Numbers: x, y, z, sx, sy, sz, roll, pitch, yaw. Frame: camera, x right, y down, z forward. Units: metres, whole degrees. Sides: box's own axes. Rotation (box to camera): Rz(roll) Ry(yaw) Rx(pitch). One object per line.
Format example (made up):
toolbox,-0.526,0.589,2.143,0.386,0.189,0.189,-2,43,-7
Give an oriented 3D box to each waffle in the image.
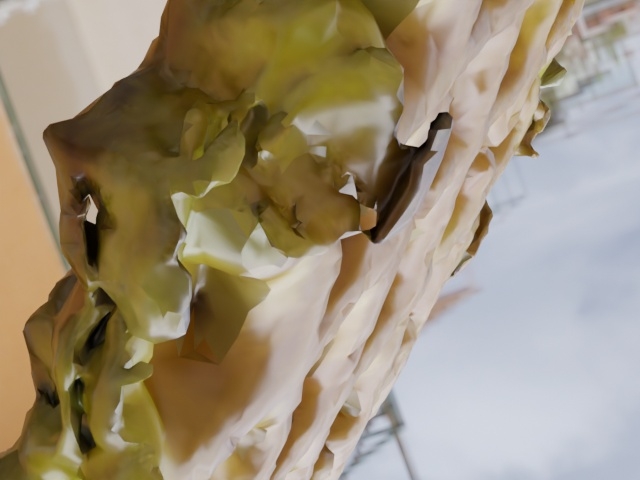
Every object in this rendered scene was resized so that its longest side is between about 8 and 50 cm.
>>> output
waffle,0.000,0.000,0.448,0.325,0.068,0.302,-60,171,-7
